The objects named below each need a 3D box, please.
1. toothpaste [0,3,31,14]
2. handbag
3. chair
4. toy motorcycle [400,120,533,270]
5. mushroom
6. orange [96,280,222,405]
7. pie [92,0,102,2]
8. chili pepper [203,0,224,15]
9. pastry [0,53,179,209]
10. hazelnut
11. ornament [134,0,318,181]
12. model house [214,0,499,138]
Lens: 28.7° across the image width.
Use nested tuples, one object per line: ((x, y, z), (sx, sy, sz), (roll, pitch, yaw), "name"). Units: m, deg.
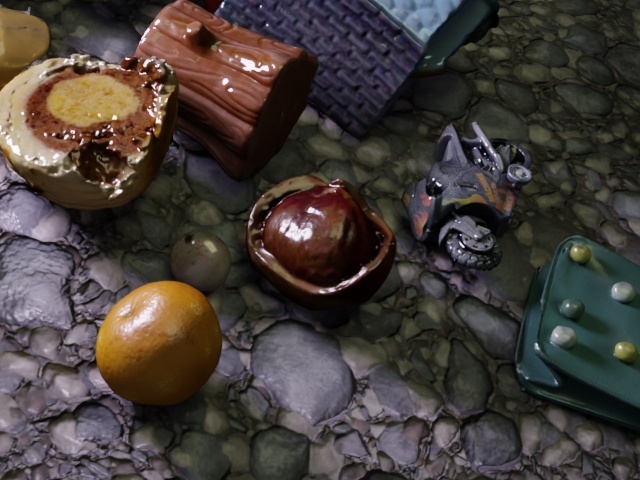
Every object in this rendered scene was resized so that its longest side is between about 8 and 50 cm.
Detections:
((-0.596, -0.332, 1.855), (0.323, 0.066, 0.100), (3, 52, -12), "toothpaste")
((0.427, 0.132, 1.772), (0.274, 0.100, 0.268), (23, 44, 2), "handbag")
((-0.525, -0.269, 1.743), (0.247, 0.172, 0.158), (16, 39, -42), "chair")
((0.218, -0.072, 1.886), (0.173, 0.108, 0.307), (20, 42, 5), "toy motorcycle")
((-0.157, 0.027, 1.680), (0.085, 0.085, 0.079), (31, 11, 10), "mushroom")
((-0.192, 0.128, 1.518), (0.136, 0.159, 0.159), (51, 35, -30), "orange")
((-0.301, -0.508, 2.018), (0.071, 0.306, 0.306), (43, 31, -38), "pie")
((-0.143, -0.532, 2.037), (0.137, 0.368, 0.092), (26, 28, 25), "chili pepper")
((-0.316, -0.134, 1.707), (0.237, 0.170, 0.256), (6, 48, 12), "pastry")
((-0.003, 0.006, 1.688), (0.202, 0.160, 0.170), (29, 46, -1), "hazelnut")
((-0.149, -0.233, 1.830), (0.218, 0.221, 0.235), (27, 71, 11), "ornament")
((0.050, -0.347, 2.004), (0.360, 0.339, 0.297), (40, 1, 0), "model house")
